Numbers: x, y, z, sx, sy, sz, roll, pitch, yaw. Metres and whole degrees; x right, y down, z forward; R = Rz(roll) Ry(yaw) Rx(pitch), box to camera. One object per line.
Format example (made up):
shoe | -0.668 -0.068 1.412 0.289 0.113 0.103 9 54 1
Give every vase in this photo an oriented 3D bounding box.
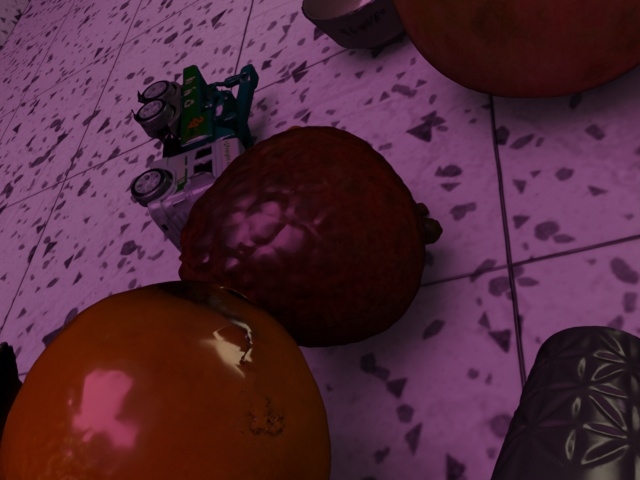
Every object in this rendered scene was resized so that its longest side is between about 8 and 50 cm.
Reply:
vase | 0.172 0.195 0.361 0.156 0.251 0.301 -39 10 42

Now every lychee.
lychee | 0.000 0.000 0.631 0.255 0.300 0.255 -19 69 62

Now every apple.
apple | 0.235 -0.344 0.627 0.364 0.364 0.363 -21 48 25

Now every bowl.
bowl | 0.086 -0.388 0.936 0.212 0.112 0.211 -20 50 26

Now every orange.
orange | -0.108 0.153 0.448 0.246 0.246 0.246 -21 48 25

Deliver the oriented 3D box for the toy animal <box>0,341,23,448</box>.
toy animal | -0.269 0.303 0.621 0.302 0.225 0.284 114 168 -50

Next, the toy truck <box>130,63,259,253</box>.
toy truck | -0.182 -0.146 0.928 0.178 0.176 0.363 -18 47 12

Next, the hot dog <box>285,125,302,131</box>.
hot dog | -0.037 -0.128 0.897 0.044 0.028 0.137 -12 50 -2
